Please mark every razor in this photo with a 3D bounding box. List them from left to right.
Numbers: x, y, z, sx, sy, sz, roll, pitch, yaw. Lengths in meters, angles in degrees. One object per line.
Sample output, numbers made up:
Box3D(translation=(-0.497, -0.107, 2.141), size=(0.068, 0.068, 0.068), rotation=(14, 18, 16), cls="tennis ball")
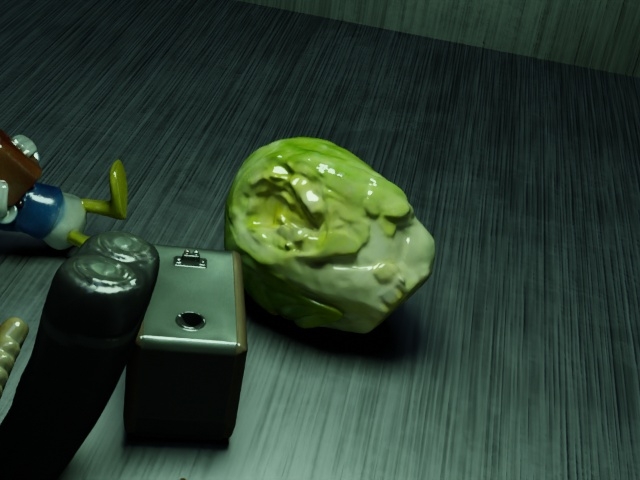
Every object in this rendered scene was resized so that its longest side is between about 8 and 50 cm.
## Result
Box3D(translation=(-0.298, 0.156, 1.353), size=(0.113, 0.349, 0.204), rotation=(26, 22, -4), cls="razor")

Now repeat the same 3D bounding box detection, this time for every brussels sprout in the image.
Box3D(translation=(0.000, 0.000, 1.741), size=(0.344, 0.344, 0.268), rotation=(33, 74, 34), cls="brussels sprout")

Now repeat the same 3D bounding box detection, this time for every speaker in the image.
Box3D(translation=(-0.187, 0.137, 1.555), size=(0.153, 0.192, 0.231), rotation=(6, 32, -10), cls="speaker")

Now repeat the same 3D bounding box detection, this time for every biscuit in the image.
Box3D(translation=(-0.402, 0.254, 1.224), size=(0.044, 0.217, 0.324), rotation=(24, 46, -13), cls="biscuit")

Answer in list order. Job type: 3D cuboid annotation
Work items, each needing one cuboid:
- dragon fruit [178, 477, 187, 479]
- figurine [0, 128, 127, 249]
Box3D(translation=(-0.111, 0.388, 1.141), size=(0.250, 0.250, 0.315), rotation=(20, 49, 17), cls="dragon fruit")
Box3D(translation=(-0.495, -0.053, 1.777), size=(0.338, 0.283, 0.204), rotation=(-2, 66, 10), cls="figurine")
